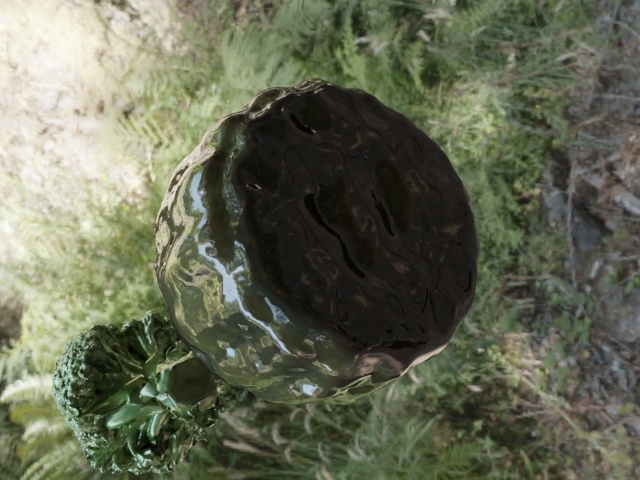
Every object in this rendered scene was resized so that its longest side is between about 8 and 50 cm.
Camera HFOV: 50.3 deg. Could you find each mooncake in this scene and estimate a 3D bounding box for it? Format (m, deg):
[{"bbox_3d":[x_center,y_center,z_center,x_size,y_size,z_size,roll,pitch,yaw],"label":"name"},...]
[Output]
[{"bbox_3d":[0.000,0.000,0.616,0.161,0.290,0.290,-34,46,53],"label":"mooncake"}]

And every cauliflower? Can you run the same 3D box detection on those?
[{"bbox_3d":[-0.259,0.241,1.075,0.275,0.250,0.272,-26,-82,-52],"label":"cauliflower"}]
